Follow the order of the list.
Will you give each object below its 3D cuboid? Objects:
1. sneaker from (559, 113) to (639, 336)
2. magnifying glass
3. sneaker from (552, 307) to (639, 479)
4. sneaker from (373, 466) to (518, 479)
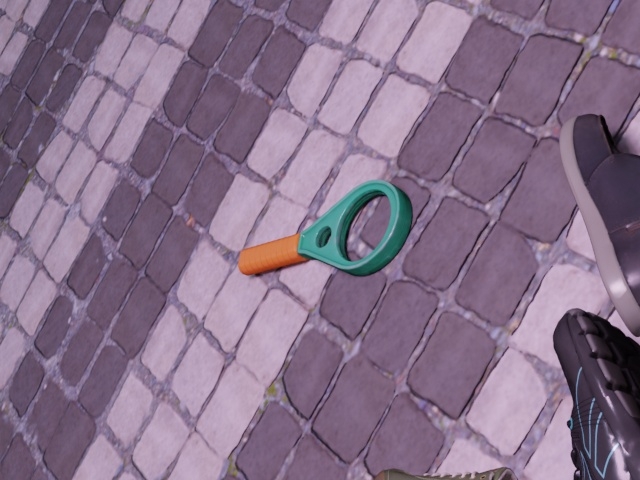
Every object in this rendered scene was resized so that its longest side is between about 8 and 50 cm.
[{"bbox_3d":[0.254,-0.031,1.013,0.118,0.083,0.222,-26,40,16],"label":"sneaker"},{"bbox_3d":[0.000,0.000,1.346,0.231,0.026,0.092,-17,55,47],"label":"magnifying glass"},{"bbox_3d":[0.200,0.159,0.923,0.106,0.101,0.267,-46,38,27],"label":"sneaker"},{"bbox_3d":[0.117,0.205,1.039,0.086,0.064,0.192,-55,35,-1],"label":"sneaker"}]
